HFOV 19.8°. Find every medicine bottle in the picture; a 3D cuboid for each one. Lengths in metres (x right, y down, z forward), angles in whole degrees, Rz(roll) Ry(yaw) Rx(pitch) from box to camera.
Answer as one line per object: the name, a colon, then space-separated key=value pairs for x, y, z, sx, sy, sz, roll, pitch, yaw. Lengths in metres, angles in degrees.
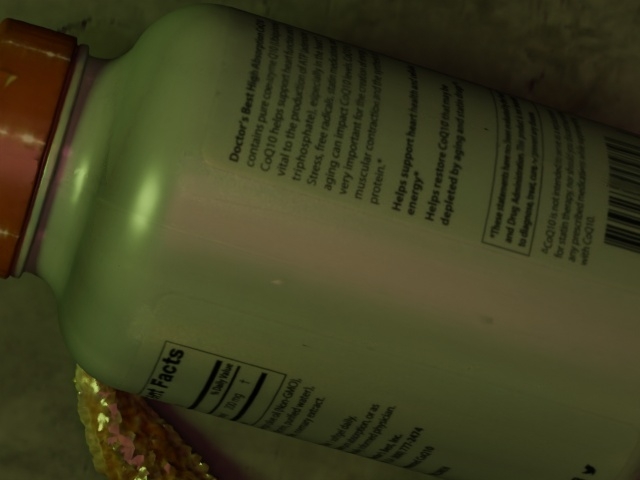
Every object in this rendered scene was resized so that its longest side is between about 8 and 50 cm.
medicine bottle: x=0.000 y=0.000 z=0.728 sx=0.289 sy=0.157 sz=0.157 roll=17 pitch=95 yaw=-9

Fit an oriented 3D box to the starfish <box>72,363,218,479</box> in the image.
starfish: x=-0.034 y=0.174 z=0.796 sx=0.302 sy=0.060 sz=0.299 roll=39 pitch=93 yaw=-10
